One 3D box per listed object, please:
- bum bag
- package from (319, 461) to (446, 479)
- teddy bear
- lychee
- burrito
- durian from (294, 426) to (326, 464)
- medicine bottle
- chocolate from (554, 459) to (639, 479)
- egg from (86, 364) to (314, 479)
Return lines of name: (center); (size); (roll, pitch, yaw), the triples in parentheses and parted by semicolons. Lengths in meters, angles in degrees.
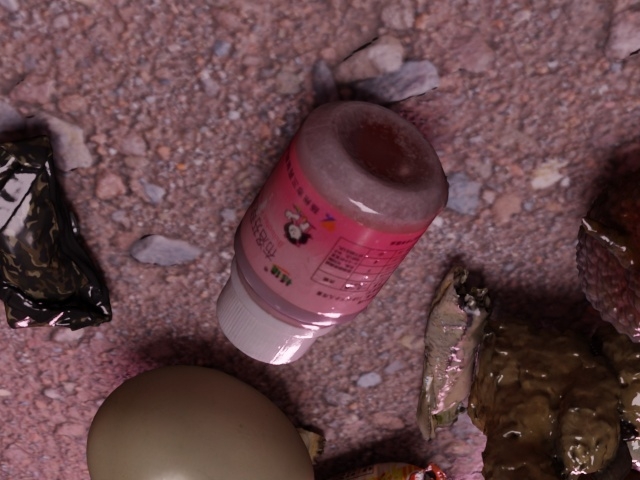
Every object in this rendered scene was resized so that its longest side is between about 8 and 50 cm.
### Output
bum bag: (-0.276, 0.005, 1.225); (0.102, 0.069, 0.248); (-4, 130, 10)
package: (0.054, 0.334, 1.476); (0.288, 0.108, 0.223); (-17, 136, 25)
teddy bear: (0.270, 0.146, 1.225); (0.256, 0.267, 0.156); (-4, 103, 2)
lychee: (0.299, 0.014, 1.116); (0.197, 0.165, 0.165); (5, 139, -37)
burrito: (0.134, 0.112, 1.299); (0.063, 0.058, 0.229); (7, 130, 4)
durian: (-0.053, 0.248, 1.440); (0.130, 0.052, 0.066); (-13, 126, 13)
medicine bottle: (0.000, 0.000, 1.147); (0.147, 0.147, 0.247); (23, 129, -15)
chocolate: (0.307, 0.317, 1.427); (0.214, 0.093, 0.148); (14, 109, -5)
egg: (-0.121, 0.232, 1.338); (0.254, 0.188, 0.188); (25, 130, -23)
